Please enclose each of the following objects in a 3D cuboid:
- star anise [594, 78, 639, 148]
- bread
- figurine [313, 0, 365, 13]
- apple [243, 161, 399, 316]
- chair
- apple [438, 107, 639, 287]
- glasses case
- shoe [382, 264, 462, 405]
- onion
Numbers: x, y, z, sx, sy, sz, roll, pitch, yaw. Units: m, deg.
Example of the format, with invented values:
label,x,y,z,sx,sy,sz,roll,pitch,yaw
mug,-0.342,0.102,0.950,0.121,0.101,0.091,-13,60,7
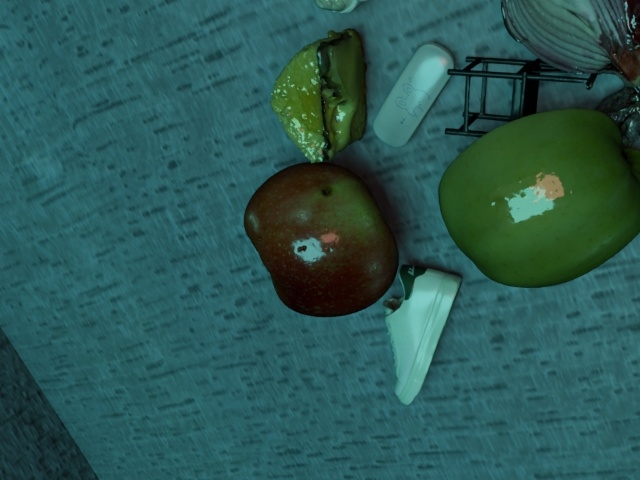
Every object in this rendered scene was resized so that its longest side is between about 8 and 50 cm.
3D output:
label,x,y,z,sx,sy,sz,roll,pitch,yaw
star anise,0.602,-0.252,1.255,0.197,0.073,0.212,15,115,10
bread,0.009,-0.309,1.452,0.162,0.204,0.262,20,125,30
figurine,0.052,-0.547,1.346,0.182,0.144,0.256,43,139,-2
apple,0.000,0.000,1.514,0.277,0.348,0.348,-25,103,-4
chair,0.382,-0.269,1.313,0.260,0.154,0.141,10,118,24
apple,0.430,-0.075,1.316,0.360,0.320,0.312,-32,82,31
glasses case,0.191,-0.297,1.443,0.092,0.059,0.233,38,123,7
shoe,0.203,0.219,1.645,0.160,0.132,0.363,22,117,14
onion,0.467,-0.398,1.155,0.349,0.159,0.267,56,159,17
